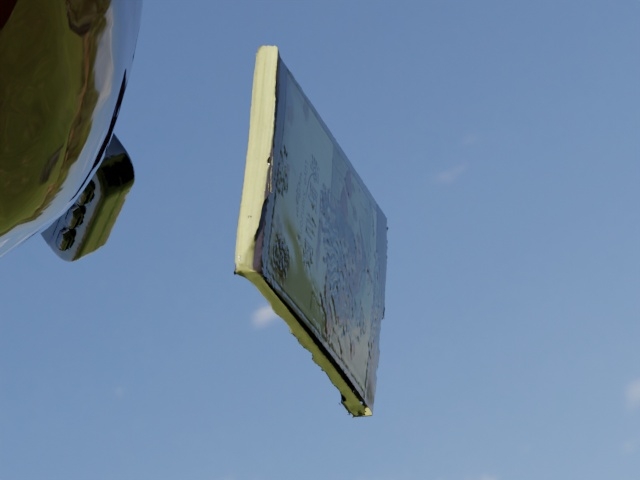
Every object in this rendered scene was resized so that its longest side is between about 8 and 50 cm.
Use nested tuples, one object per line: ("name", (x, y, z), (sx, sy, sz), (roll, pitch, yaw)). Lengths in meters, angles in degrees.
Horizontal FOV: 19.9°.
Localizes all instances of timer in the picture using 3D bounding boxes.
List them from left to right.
("timer", (-0.191, -0.086, 1.242), (0.055, 0.187, 0.144), (-28, -13, -29))

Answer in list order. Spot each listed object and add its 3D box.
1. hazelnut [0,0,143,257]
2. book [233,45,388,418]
("hazelnut", (-0.252, -0.087, 0.478), (0.409, 0.359, 0.359), (-24, -17, -39))
("book", (0.001, 0.000, 1.187), (0.026, 0.157, 0.231), (-5, -29, 19))
